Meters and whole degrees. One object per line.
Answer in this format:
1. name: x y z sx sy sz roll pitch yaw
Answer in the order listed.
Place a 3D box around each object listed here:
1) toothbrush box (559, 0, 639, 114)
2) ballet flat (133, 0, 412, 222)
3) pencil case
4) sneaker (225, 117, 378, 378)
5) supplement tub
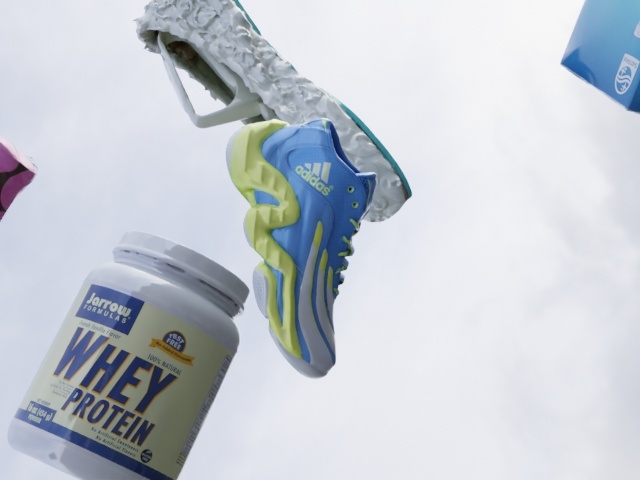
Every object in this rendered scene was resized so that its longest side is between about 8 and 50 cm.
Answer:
1. toothbrush box: 0.337 -0.221 0.742 0.216 0.126 0.296 11 -67 -17
2. ballet flat: -0.073 -0.145 1.193 0.147 0.409 0.147 -35 -22 -16
3. pencil case: -0.393 -0.021 1.112 0.209 0.098 0.095 -53 -36 -4
4. sneaker: 0.000 0.000 0.935 0.091 0.126 0.240 -24 -83 -75
5. supplement tub: -0.251 0.174 1.418 0.325 0.235 0.235 -66 -27 -17
